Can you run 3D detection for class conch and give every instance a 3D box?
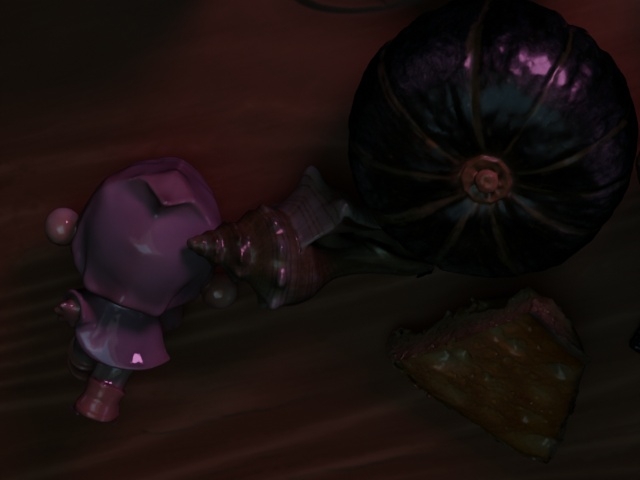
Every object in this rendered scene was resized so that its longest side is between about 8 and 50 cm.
[{"bbox_3d":[-0.009,-0.010,1.237,0.233,0.114,0.137,-20,152,-15],"label":"conch"}]

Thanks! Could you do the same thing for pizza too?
[{"bbox_3d":[0.195,0.123,1.296,0.204,0.081,0.188,42,134,-19],"label":"pizza"}]

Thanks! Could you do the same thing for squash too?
[{"bbox_3d":[0.147,-0.088,1.156,0.252,0.165,0.252,6,122,10],"label":"squash"}]

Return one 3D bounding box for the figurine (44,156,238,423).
[{"bbox_3d":[-0.182,0.041,1.282,0.200,0.133,0.276,22,113,-4],"label":"figurine"}]

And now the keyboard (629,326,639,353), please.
[{"bbox_3d":[0.396,0.127,1.296,0.195,0.018,0.060,30,119,-4],"label":"keyboard"}]

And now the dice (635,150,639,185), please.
[{"bbox_3d":[0.463,0.007,1.047,0.318,0.322,0.330,-31,120,10],"label":"dice"}]
